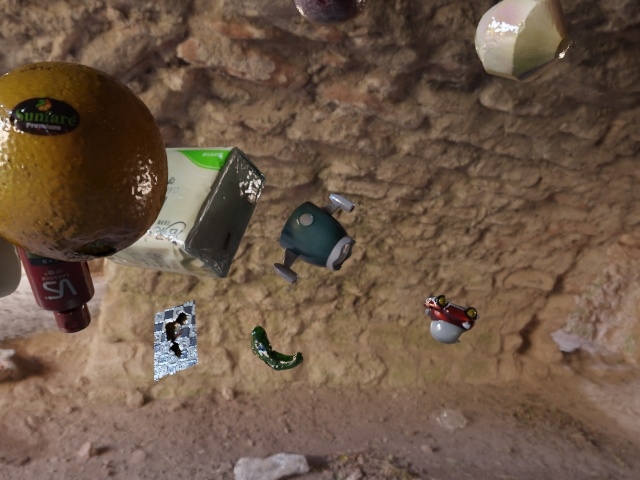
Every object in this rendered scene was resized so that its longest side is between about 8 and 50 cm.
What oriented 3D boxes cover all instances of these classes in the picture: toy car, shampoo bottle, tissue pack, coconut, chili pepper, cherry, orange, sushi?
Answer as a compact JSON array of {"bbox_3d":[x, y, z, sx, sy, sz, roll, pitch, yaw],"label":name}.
[{"bbox_3d":[0.331,0.213,1.369,0.139,0.112,0.112,24,-10,0],"label":"toy car"},{"bbox_3d":[-0.544,0.056,1.080,0.118,0.314,0.076,-13,37,-22],"label":"shampoo bottle"},{"bbox_3d":[-0.402,-0.088,1.431,0.405,0.332,0.205,4,-28,30],"label":"tissue pack"},{"bbox_3d":[0.595,-0.585,1.528,0.259,0.259,0.259,8,2,0],"label":"coconut"},{"bbox_3d":[-0.126,0.290,1.372,0.182,0.073,0.050,26,-26,34],"label":"chili pepper"},{"bbox_3d":[0.026,-0.777,1.600,0.230,0.203,0.300,14,-2,18],"label":"cherry"},{"bbox_3d":[-0.346,-0.104,0.727,0.274,0.274,0.274,8,2,0],"label":"orange"},{"bbox_3d":[-0.391,0.276,1.440,0.139,0.201,0.031,-20,-35,13],"label":"sushi"}]

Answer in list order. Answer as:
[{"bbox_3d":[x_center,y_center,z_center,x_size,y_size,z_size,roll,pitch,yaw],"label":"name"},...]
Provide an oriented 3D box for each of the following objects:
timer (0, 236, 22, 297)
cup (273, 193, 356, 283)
[{"bbox_3d":[-0.587,0.055,0.716,0.175,0.175,0.266,9,26,25],"label":"timer"},{"bbox_3d":[0.000,0.000,1.469,0.173,0.299,0.167,33,-18,17],"label":"cup"}]
